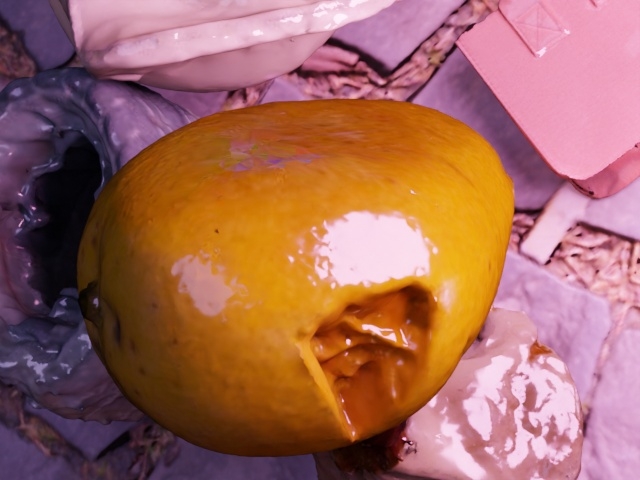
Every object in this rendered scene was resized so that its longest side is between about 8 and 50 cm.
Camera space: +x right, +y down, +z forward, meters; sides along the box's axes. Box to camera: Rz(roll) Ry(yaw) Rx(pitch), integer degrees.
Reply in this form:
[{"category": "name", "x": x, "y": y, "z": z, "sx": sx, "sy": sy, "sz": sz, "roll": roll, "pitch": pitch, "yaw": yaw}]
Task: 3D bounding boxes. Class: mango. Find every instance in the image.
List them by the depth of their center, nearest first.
[{"category": "mango", "x": 0.000, "y": 0.000, "z": 1.133, "sx": 0.253, "sy": 0.365, "sz": 0.182, "roll": 14, "pitch": 120, "yaw": 26}]

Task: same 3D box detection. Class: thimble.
[{"category": "thimble", "x": -0.158, "y": 0.008, "z": 1.307, "sx": 0.205, "sy": 0.172, "sz": 0.250, "roll": -7, "pitch": 74, "yaw": 29}]

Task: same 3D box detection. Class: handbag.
[{"category": "handbag", "x": 0.213, "y": -0.147, "z": 1.213, "sx": 0.212, "sy": 0.059, "sz": 0.157, "roll": -41, "pitch": 66, "yaw": 12}]

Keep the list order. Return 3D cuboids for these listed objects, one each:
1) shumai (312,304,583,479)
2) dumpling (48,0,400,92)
[{"category": "shumai", "x": 0.067, "y": 0.125, "z": 1.198, "sx": 0.201, "sy": 0.120, "sz": 0.201, "roll": -7, "pitch": 74, "yaw": 27}, {"category": "dumpling", "x": -0.044, "y": -0.247, "z": 1.282, "sx": 0.316, "sy": 0.233, "sz": 0.395, "roll": -2, "pitch": 45, "yaw": -4}]
